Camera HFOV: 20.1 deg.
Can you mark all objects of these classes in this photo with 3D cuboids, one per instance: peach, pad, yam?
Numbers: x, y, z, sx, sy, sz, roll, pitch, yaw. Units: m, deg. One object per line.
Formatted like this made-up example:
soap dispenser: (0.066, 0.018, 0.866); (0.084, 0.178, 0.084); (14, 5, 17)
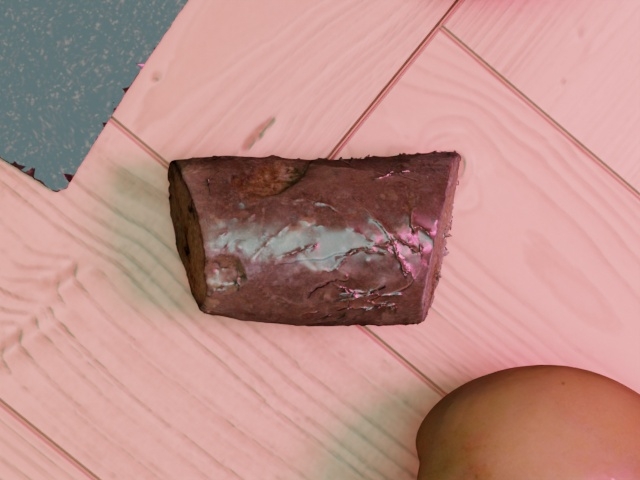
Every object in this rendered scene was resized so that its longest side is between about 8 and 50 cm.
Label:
peach: (0.193, 0.252, 1.493); (0.292, 0.247, 0.292); (-2, 72, 7)
pad: (-0.228, -0.233, 1.567); (0.220, 0.004, 0.330); (33, 86, -5)
yam: (0.000, 0.000, 1.527); (0.254, 0.154, 0.154); (0, 90, -8)
